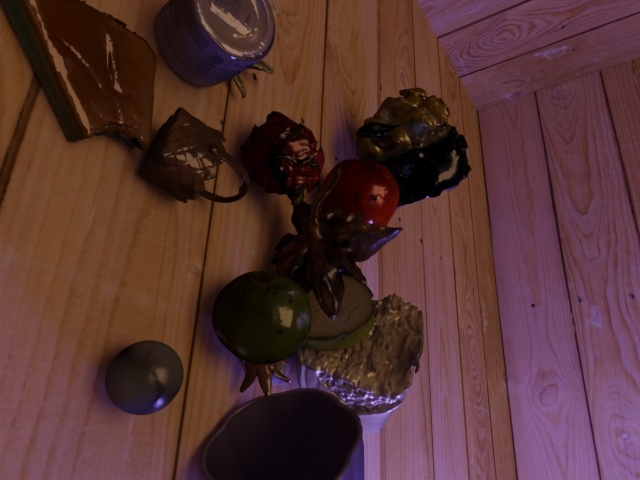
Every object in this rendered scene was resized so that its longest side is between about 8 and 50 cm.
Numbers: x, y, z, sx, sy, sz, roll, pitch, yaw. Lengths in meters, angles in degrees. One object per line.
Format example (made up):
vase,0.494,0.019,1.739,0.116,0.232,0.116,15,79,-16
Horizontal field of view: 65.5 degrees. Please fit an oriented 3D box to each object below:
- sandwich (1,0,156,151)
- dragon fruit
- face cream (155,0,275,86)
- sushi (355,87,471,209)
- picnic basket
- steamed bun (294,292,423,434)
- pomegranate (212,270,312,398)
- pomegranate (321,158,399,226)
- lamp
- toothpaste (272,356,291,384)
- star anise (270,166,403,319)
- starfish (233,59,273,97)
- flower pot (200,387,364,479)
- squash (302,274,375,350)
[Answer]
sandwich,-0.357,-0.250,0.739,0.245,0.063,0.212,19,64,-53
dragon fruit,-0.084,-0.181,1.067,0.182,0.189,0.182,-46,149,-37
face cream,-0.194,-0.397,0.932,0.177,0.153,0.177,7,80,-42
sushi,0.244,-0.271,1.452,0.285,0.328,0.328,65,27,-20
picnic basket,-0.207,-0.129,0.872,0.178,0.128,0.137,31,54,-29
steamed bun,0.064,0.250,1.107,0.290,0.272,0.273,-54,165,-52
pomegranate,-0.107,0.169,0.908,0.181,0.181,0.224,-17,116,-59
pomegranate,0.103,-0.105,1.305,0.235,0.210,0.210,69,19,-70
lamp,-0.250,0.194,0.710,0.105,0.105,0.105,28,56,-52
toothpaste,-0.075,0.210,1.057,0.067,0.043,0.194,52,33,-31
star anise,0.002,0.002,1.041,0.349,0.292,0.109,-49,149,-13
starfish,-0.184,-0.397,1.078,0.208,0.053,0.175,-6,85,-40
flower pot,-0.038,0.427,0.842,0.265,0.265,0.243,-43,125,-55
squash,0.007,0.145,1.053,0.219,0.219,0.041,-57,149,-50
